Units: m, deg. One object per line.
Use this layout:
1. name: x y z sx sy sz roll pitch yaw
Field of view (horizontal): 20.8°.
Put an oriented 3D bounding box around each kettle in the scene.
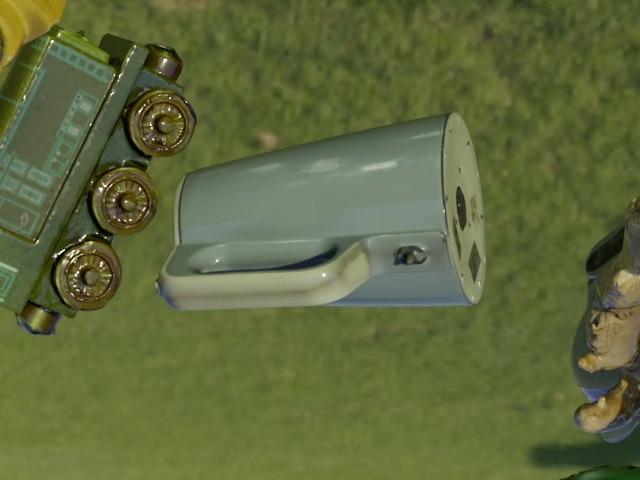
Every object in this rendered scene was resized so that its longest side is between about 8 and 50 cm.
1. kettle: 0.000 0.000 1.429 0.243 0.210 0.160 -7 117 15

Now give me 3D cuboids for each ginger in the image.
1. ginger: 0.287 0.050 1.569 0.065 0.149 0.259 24 134 29

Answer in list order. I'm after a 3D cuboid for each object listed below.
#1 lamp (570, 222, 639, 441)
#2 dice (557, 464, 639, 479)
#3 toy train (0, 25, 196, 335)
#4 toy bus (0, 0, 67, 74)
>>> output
1. lamp: 0.341 0.085 1.793 0.108 0.246 0.179 33 128 -28
2. dice: 0.226 0.318 1.008 0.297 0.300 0.287 39 165 -36
3. toy train: -0.184 -0.049 1.224 0.137 0.225 0.090 26 179 -26
4. toy bus: -0.240 -0.235 0.878 0.123 0.121 0.335 -22 129 31
